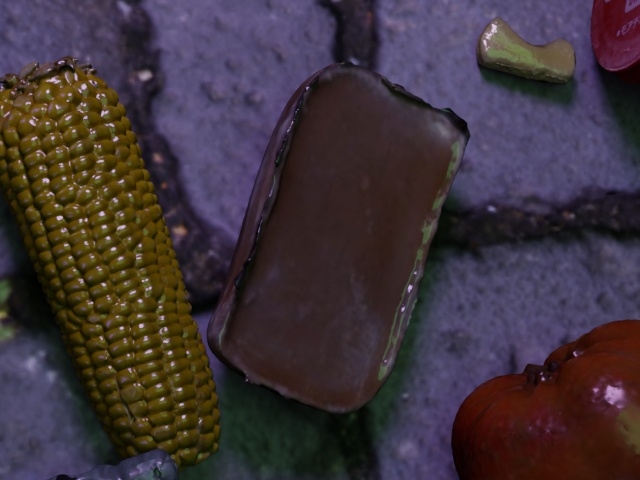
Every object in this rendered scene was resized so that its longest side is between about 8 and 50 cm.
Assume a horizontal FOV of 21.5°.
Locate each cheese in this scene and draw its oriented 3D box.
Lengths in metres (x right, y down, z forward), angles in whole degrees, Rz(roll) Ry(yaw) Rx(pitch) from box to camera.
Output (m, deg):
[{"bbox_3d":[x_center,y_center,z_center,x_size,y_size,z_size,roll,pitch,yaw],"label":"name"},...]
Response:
[{"bbox_3d":[0.167,-0.153,1.365,0.083,0.030,0.044,11,84,-10],"label":"cheese"}]

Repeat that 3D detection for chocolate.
[{"bbox_3d":[0.000,-0.001,1.258,0.161,0.083,0.261,31,73,-29],"label":"chocolate"}]

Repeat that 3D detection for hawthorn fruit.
[{"bbox_3d":[0.222,0.189,1.240,0.207,0.207,0.243,-34,95,-20],"label":"hawthorn fruit"}]

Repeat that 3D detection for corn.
[{"bbox_3d":[-0.152,0.020,1.193,0.106,0.106,0.305,-19,89,-20],"label":"corn"}]

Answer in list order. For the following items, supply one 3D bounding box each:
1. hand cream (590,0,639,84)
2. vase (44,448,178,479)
[{"bbox_3d":[0.312,-0.204,1.338,0.125,0.193,0.193,18,76,-17],"label":"hand cream"},{"bbox_3d":[-0.194,0.196,1.143,0.211,0.060,0.060,-24,89,-4],"label":"vase"}]
